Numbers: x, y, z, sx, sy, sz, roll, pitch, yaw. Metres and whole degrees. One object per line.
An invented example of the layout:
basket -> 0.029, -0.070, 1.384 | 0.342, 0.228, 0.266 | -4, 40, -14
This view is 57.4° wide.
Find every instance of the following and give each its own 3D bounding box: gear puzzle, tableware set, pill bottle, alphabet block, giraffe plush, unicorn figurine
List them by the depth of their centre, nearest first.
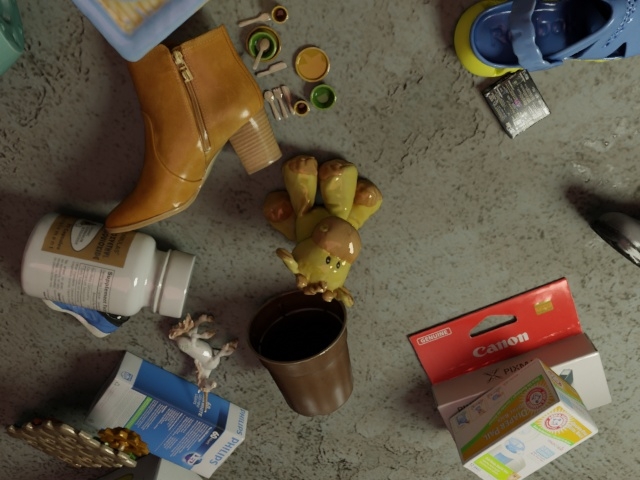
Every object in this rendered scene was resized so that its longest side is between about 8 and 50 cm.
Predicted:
alphabet block -> -0.189, -0.344, 0.645 | 0.192, 0.197, 0.193 | -32, 115, 16
tableware set -> -0.041, -0.243, 0.803 | 0.104, 0.024, 0.154 | -17, 117, 7
giraffe plush -> 0.000, 0.000, 0.853 | 0.182, 0.170, 0.210 | 9, 118, -7
pill bottle -> -0.315, 0.045, 0.891 | 0.229, 0.131, 0.131 | 14, 117, -9
unicorn figurine -> -0.203, 0.201, 1.028 | 0.111, 0.060, 0.162 | -35, 98, 17
gear puzzle -> -0.417, 0.347, 1.031 | 0.339, 0.044, 0.175 | -19, 129, 40

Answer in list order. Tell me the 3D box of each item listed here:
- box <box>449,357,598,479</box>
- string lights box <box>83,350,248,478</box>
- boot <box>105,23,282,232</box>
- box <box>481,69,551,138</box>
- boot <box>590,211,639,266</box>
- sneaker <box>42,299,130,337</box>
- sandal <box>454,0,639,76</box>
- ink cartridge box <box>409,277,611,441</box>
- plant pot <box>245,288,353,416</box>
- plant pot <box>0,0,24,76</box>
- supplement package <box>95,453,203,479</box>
box -> 0.342, 0.316, 1.001 | 0.114, 0.103, 0.203 | 39, 112, -22
string lights box -> -0.280, 0.326, 1.077 | 0.260, 0.076, 0.133 | 32, 114, -18
boot -> -0.219, -0.153, 0.813 | 0.295, 0.104, 0.211 | -26, 111, 6
box -> 0.282, -0.198, 0.840 | 0.067, 0.018, 0.083 | -34, 114, 16
boot -> 0.596, -0.036, 0.899 | 0.338, 0.118, 0.222 | 19, 114, -24
sneaker -> -0.380, 0.094, 0.955 | 0.085, 0.058, 0.152 | -31, 120, 21
sandal -> 0.337, -0.275, 0.727 | 0.318, 0.138, 0.126 | -16, 104, 5
ink cartridge box -> 0.343, 0.234, 1.052 | 0.296, 0.066, 0.261 | -23, 118, 10
plant pot -> -0.019, 0.194, 0.973 | 0.167, 0.167, 0.165 | -13, 125, 5
plant pot -> -0.479, -0.271, 0.639 | 0.235, 0.293, 0.292 | -16, 119, -11
supplement package -> -0.353, 0.550, 1.130 | 0.203, 0.194, 0.149 | -29, 115, 13
